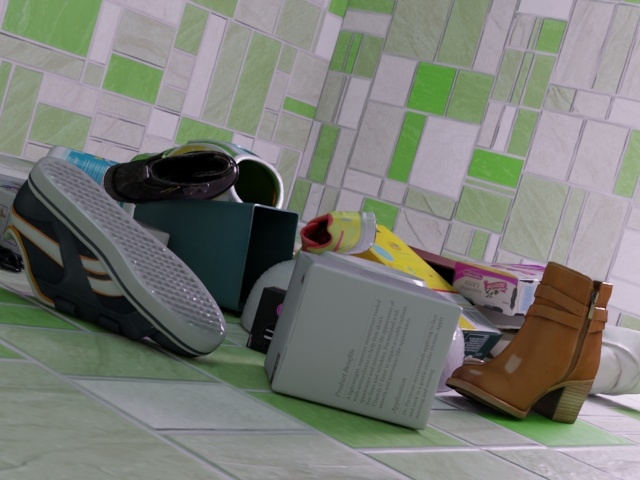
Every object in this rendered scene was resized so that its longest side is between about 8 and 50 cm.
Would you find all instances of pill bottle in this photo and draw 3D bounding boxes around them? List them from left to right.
[{"bbox_3d":[-0.447,-0.095,2.225,0.264,0.146,0.146,17,4,-4],"label":"pill bottle"}]

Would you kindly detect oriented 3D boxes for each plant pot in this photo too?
[{"bbox_3d":[-0.184,0.012,1.727,0.234,0.166,0.165,10,1,23],"label":"plant pot"}]

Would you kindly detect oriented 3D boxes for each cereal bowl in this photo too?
[{"bbox_3d":[0.060,0.103,1.587,0.339,0.141,0.339,16,2,-1],"label":"cereal bowl"}]

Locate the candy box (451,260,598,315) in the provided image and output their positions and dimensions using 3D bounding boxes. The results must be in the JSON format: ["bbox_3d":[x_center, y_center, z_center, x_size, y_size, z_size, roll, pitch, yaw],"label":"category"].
[{"bbox_3d":[0.377,0.088,1.965,0.233,0.071,0.159,3,9,-39],"label":"candy box"}]

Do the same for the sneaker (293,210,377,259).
[{"bbox_3d":[0.000,0.000,1.699,0.094,0.081,0.208,10,-29,-28],"label":"sneaker"}]

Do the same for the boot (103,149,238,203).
[{"bbox_3d":[-0.200,-0.104,1.703,0.263,0.091,0.229,-11,3,-34],"label":"boot"}]

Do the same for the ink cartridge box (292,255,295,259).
[{"bbox_3d":[-0.003,0.085,1.898,0.046,0.097,0.207,18,5,29],"label":"ink cartridge box"}]

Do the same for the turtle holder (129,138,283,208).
[{"bbox_3d":[-0.215,-0.096,1.994,0.227,0.243,0.320,-16,-52,43],"label":"turtle holder"}]

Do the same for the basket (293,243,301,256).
[{"bbox_3d":[-0.077,0.055,1.957,0.113,0.103,0.167,20,4,27],"label":"basket"}]

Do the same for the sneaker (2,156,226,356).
[{"bbox_3d":[-0.254,0.047,1.294,0.321,0.127,0.126,44,19,17],"label":"sneaker"}]

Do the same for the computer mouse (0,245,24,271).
[{"bbox_3d":[-0.536,-0.024,1.429,0.262,0.060,0.184,14,6,-43],"label":"computer mouse"}]

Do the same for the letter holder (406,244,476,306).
[{"bbox_3d":[0.165,0.094,2.120,0.302,0.152,0.214,19,6,29],"label":"letter holder"}]

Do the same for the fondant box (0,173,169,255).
[{"bbox_3d":[-0.429,-0.026,1.680,0.238,0.096,0.330,13,4,-43],"label":"fondant box"}]

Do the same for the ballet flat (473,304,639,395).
[{"bbox_3d":[0.441,0.213,1.927,0.400,0.139,0.139,13,3,14],"label":"ballet flat"}]

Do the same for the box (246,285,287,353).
[{"bbox_3d":[-0.053,0.109,1.416,0.062,0.083,0.052,17,4,13],"label":"box"}]

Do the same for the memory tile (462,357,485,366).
[{"bbox_3d":[0.275,0.206,1.655,0.148,0.012,0.113,13,-17,-9],"label":"memory tile"}]

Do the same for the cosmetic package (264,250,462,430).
[{"bbox_3d":[0.045,0.113,1.257,0.183,0.151,0.151,17,3,-8],"label":"cosmetic package"}]

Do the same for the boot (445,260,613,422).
[{"bbox_3d":[0.306,0.138,1.509,0.283,0.220,0.109,14,4,-35],"label":"boot"}]

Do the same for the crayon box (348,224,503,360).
[{"bbox_3d":[0.148,0.086,1.869,0.318,0.081,0.202,45,18,29],"label":"crayon box"}]
